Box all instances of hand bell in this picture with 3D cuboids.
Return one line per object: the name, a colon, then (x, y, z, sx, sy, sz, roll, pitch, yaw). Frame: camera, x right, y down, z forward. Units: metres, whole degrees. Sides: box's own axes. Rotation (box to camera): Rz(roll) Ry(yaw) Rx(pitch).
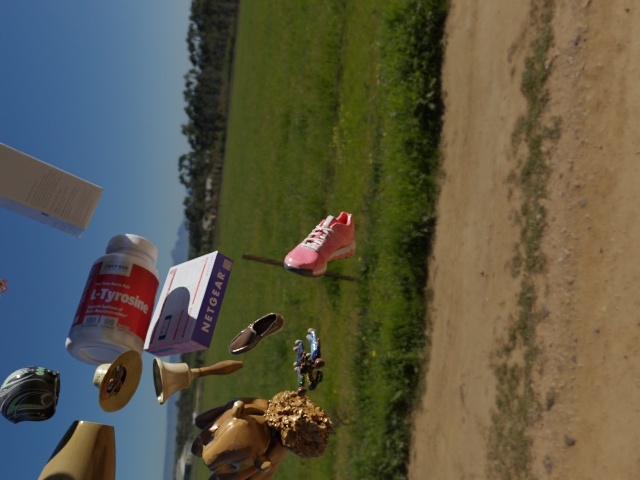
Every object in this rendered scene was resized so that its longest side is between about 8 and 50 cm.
hand bell: (-0.334, 0.368, 1.474, 0.126, 0.241, 0.126, 20, 113, 59)

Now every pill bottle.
pill bottle: (-0.665, 0.192, 1.739, 0.229, 0.228, 0.408, 113, 163, -52)

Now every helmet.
helmet: (-0.882, 0.466, 1.590, 0.169, 0.161, 0.170, -178, 90, -70)

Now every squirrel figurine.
squirrel figurine: (-0.168, 0.539, 1.487, 0.370, 0.396, 0.281, 98, 149, -65)

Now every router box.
router box: (-0.468, 0.229, 1.861, 0.301, 0.082, 0.336, -17, 50, 40)

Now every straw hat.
straw hat: (-0.453, 0.296, 1.135, 0.144, 0.061, 0.145, 11, -90, -75)

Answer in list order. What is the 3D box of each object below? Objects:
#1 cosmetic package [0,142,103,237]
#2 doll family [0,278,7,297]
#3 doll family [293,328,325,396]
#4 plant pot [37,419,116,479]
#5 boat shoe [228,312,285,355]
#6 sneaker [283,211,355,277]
cosmetic package: (-0.912, -0.162, 1.659, 0.217, 0.384, 0.156, -15, 55, 60)
doll family: (-1.220, 0.221, 1.830, 0.163, 0.262, 0.119, 155, 99, -71)
doll family: (-0.028, 0.315, 1.318, 0.111, 0.075, 0.193, -101, 8, -55)
plant pot: (-0.707, 0.674, 1.557, 0.237, 0.236, 0.255, 123, 157, -63)
boat shoe: (-0.271, 0.373, 2.149, 0.095, 0.257, 0.095, 53, 173, 31)
sneaker: (0.000, 0.000, 1.485, 0.313, 0.115, 0.136, -29, -47, -53)
